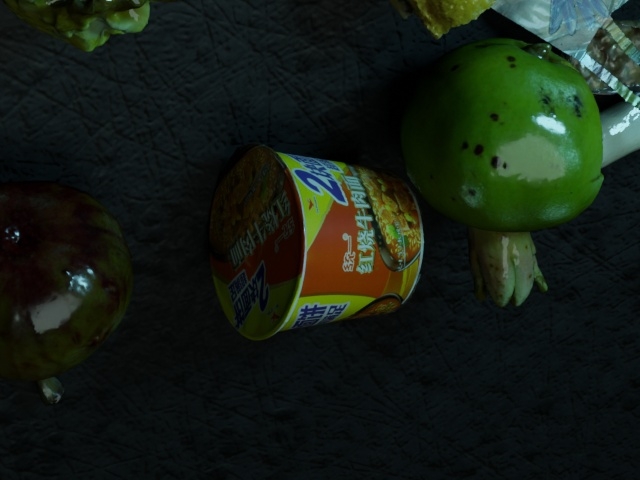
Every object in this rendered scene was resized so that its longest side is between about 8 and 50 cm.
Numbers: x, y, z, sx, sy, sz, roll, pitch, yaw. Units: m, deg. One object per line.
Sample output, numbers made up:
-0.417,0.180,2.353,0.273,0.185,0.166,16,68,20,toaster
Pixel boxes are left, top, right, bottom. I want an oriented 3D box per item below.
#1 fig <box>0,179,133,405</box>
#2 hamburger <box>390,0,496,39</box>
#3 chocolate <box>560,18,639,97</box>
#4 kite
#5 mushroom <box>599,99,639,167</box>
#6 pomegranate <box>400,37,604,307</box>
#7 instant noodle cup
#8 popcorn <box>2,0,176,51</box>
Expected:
-0.308,0.086,1.791,0.217,0.217,0.321,-11,144,-16,fig
0.160,-0.357,1.731,0.283,0.144,0.156,-45,118,2,hamburger
0.427,-0.213,1.937,0.329,0.065,0.102,-1,125,-9,chocolate
0.320,-0.254,1.863,0.310,0.015,0.169,38,102,-12,kite
0.340,-0.129,1.984,0.209,0.071,0.084,-23,94,-12,mushroom
0.196,-0.072,1.854,0.236,0.236,0.302,-5,117,-20,pomegranate
0.000,0.000,1.846,0.174,0.213,0.213,-1,119,-32,instant noodle cup
-0.209,-0.272,1.600,0.198,0.212,0.198,-41,147,-34,popcorn
